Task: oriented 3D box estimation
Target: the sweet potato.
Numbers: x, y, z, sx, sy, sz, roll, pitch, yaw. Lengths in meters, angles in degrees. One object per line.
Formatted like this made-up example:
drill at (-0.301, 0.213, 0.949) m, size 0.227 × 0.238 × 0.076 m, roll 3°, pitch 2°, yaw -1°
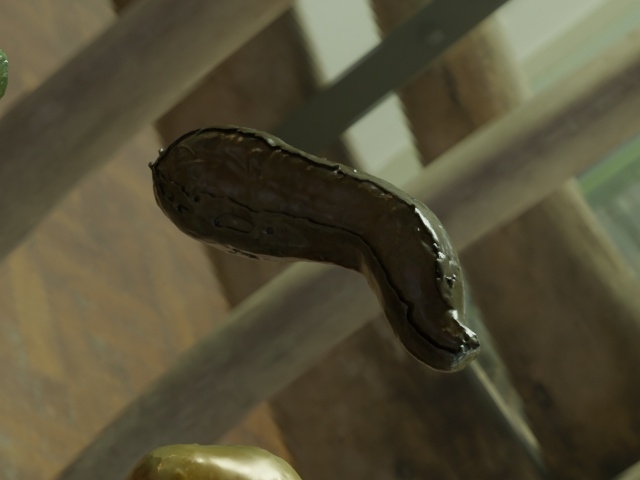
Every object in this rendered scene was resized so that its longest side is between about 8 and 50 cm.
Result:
sweet potato at (0.005, -0.004, 0.932) m, size 0.233 × 0.081 × 0.062 m, roll 28°, pitch -15°, yaw 30°

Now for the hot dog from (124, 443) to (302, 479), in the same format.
hot dog at (-0.069, 0.261, 1.044) m, size 0.150 × 0.257 × 0.153 m, roll 0°, pitch 30°, yaw -34°

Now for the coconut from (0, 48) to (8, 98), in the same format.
coconut at (-0.393, -0.135, 1.270) m, size 0.328 × 0.328 × 0.281 m, roll 25°, pitch 66°, yaw -56°
